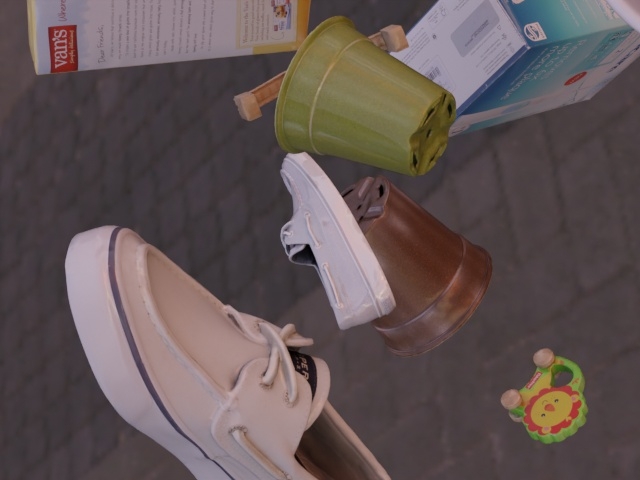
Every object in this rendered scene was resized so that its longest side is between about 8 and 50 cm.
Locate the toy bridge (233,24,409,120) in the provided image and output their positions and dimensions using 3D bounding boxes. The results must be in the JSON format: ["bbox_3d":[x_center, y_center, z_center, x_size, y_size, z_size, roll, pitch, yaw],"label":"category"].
[{"bbox_3d":[0.000,-0.171,1.669,0.026,0.188,0.063,67,167,-16],"label":"toy bridge"}]

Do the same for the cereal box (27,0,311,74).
[{"bbox_3d":[-0.125,-0.226,1.384,0.173,0.240,0.047,99,160,-45],"label":"cereal box"}]

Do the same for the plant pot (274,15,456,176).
[{"bbox_3d":[0.030,-0.073,0.925,0.079,0.083,0.083,25,103,24],"label":"plant pot"}]

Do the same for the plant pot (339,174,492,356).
[{"bbox_3d":[0.086,0.021,1.939,0.167,0.165,0.167,-37,26,21],"label":"plant pot"}]

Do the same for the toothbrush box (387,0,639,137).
[{"bbox_3d":[0.256,-0.243,1.962,0.216,0.295,0.126,-43,71,48],"label":"toothbrush box"}]

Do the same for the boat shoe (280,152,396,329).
[{"bbox_3d":[0.000,0.000,1.430,0.184,0.063,0.066,60,174,26],"label":"boat shoe"}]

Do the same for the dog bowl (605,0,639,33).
[{"bbox_3d":[0.314,-0.255,1.163,0.265,0.104,0.264,4,98,31],"label":"dog bowl"}]

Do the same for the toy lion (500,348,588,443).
[{"bbox_3d":[0.254,0.174,1.810,0.096,0.034,0.100,20,62,44],"label":"toy lion"}]

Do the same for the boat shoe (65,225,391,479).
[{"bbox_3d":[-0.038,0.083,0.881,0.088,0.267,0.096,-19,38,17],"label":"boat shoe"}]
